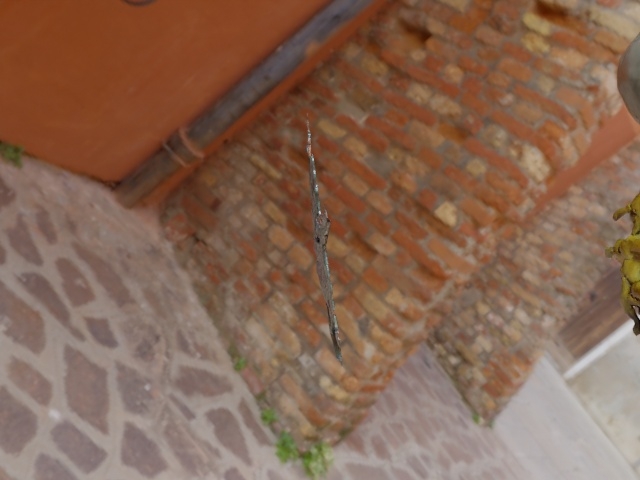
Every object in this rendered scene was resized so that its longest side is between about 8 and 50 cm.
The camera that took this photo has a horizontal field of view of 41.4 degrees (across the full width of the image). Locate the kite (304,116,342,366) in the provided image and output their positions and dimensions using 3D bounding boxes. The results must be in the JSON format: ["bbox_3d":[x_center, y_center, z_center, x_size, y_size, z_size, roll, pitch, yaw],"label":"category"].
[{"bbox_3d":[-0.001,0.000,1.327,0.368,0.014,0.406,99,-17,-77],"label":"kite"}]

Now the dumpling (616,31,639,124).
[{"bbox_3d":[0.589,-0.230,1.408,0.243,0.175,0.227,21,63,-26],"label":"dumpling"}]

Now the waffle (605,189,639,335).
[{"bbox_3d":[0.490,0.004,0.935,0.095,0.380,0.382,18,33,-27],"label":"waffle"}]
